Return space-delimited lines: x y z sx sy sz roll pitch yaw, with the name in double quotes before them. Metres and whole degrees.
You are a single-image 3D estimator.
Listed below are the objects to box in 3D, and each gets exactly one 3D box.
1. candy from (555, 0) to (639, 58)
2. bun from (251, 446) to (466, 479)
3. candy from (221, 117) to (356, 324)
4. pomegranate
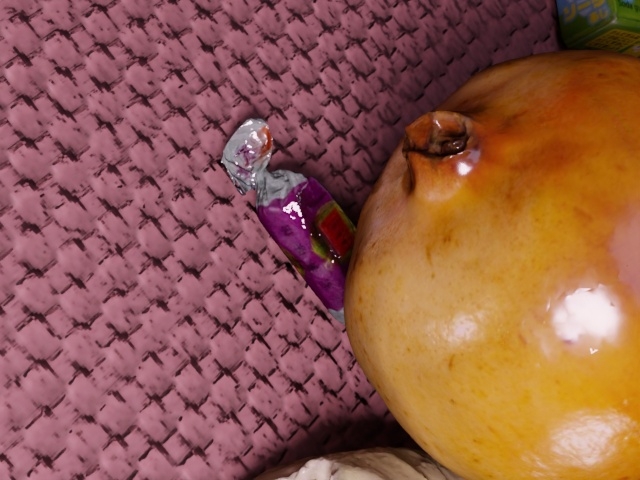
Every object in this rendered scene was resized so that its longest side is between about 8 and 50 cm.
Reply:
"candy" 0.244 -0.255 0.993 0.097 0.062 0.194 5 73 -36
"bun" 0.034 0.218 0.652 0.237 0.116 0.209 16 66 -34
"candy" 0.000 0.000 0.739 0.175 0.043 0.045 53 54 -18
"pomegranate" 0.135 0.018 0.670 0.264 0.264 0.264 12 69 -34
